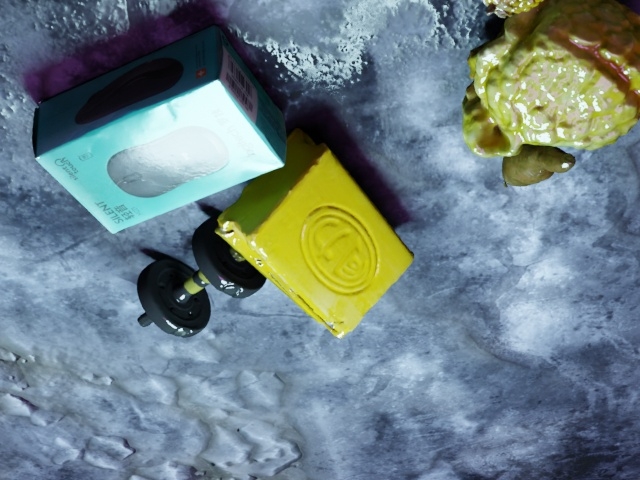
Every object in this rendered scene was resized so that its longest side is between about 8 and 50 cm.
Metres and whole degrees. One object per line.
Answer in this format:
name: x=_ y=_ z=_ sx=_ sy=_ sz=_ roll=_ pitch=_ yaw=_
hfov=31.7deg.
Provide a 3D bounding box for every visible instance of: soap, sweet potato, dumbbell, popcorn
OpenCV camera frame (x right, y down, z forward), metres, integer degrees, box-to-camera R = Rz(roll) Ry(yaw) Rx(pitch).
soap: x=0.000 y=0.000 z=1.772 sx=0.204 sy=0.096 sz=0.324 roll=-50 pitch=135 yaw=-7
sweet potato: x=0.325 y=-0.123 z=1.699 sx=0.075 sy=0.074 sz=0.269 roll=2 pitch=177 yaw=-9
dumbbell: x=-0.195 y=0.061 z=1.859 sx=0.143 sy=0.143 sz=0.325 roll=30 pitch=130 yaw=-35
popcorn: x=0.319 y=-0.235 z=1.546 sx=0.286 sy=0.173 sz=0.225 roll=-9 pitch=126 yaw=19

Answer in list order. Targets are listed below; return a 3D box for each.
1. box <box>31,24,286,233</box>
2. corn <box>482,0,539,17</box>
box: x=-0.229 y=-0.151 z=1.621 sx=0.311 sy=0.118 sz=0.205 roll=-20 pitch=137 yaw=17
corn: x=0.317 y=-0.398 z=1.398 sx=0.106 sy=0.106 sz=0.305 roll=30 pitch=125 yaw=-35
